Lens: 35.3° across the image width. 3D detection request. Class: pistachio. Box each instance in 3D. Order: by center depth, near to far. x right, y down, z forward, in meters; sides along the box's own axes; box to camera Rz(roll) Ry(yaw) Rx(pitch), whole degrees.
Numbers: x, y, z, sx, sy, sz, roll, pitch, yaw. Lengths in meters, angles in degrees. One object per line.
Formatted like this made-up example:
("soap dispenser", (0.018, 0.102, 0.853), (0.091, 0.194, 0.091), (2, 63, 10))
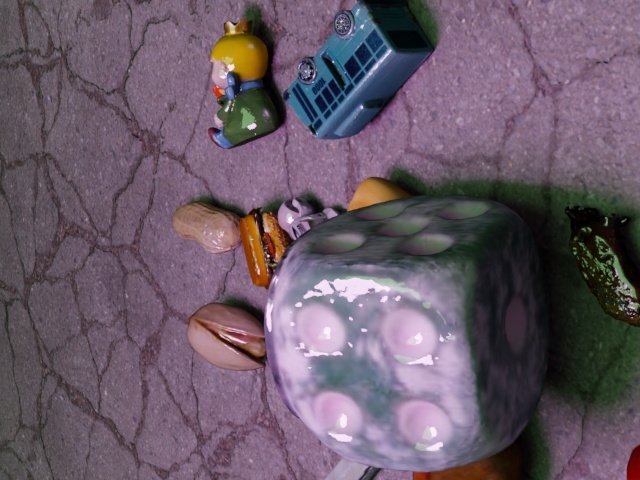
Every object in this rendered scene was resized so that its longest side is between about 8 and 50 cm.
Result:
("pistachio", (-0.190, 0.201, 2.103), (0.215, 0.144, 0.143), (13, 108, 39))

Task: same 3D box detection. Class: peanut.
("peanut", (-0.240, -0.030, 2.147), (0.214, 0.090, 0.098), (23, 144, 44))

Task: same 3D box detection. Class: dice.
("dice", (0.140, 0.130, 1.535), (0.348, 0.330, 0.327), (0, 111, 30))

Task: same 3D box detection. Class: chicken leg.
("chicken leg", (0.430, 0.043, 1.463), (0.105, 0.063, 0.233), (-38, 72, 49))

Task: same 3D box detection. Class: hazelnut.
("hazelnut", (0.239, 0.360, 1.663), (0.186, 0.210, 0.210), (-16, 86, 24))

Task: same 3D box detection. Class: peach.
("peach", (0.484, 0.342, 1.446), (0.101, 0.101, 0.100), (12, 107, 45))

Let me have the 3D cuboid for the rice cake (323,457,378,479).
("rice cake", (0.036, 0.486, 1.980), (0.066, 0.063, 0.336), (59, 136, 31))

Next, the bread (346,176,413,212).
("bread", (0.130, -0.030, 1.750), (0.173, 0.085, 0.134), (40, 130, 32))

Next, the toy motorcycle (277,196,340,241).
("toy motorcycle", (0.000, 0.000, 1.879), (0.254, 0.112, 0.112), (39, 124, 37))

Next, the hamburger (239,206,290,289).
("hamburger", (-0.105, 0.014, 2.000), (0.137, 0.087, 0.165), (155, 102, -78))

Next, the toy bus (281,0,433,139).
("toy bus", (0.061, -0.289, 1.739), (0.256, 0.128, 0.147), (-46, 66, 40))

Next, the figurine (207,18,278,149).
("figurine", (-0.170, -0.310, 1.998), (0.185, 0.127, 0.234), (-16, 97, 55))
